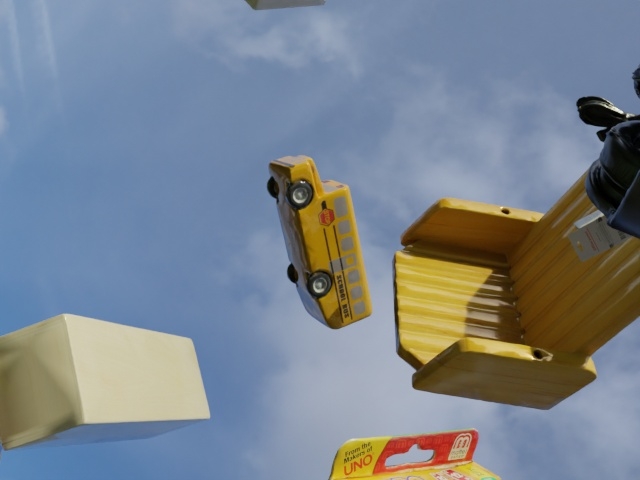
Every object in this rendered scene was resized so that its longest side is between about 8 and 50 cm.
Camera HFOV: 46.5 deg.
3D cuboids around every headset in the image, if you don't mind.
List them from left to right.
[{"bbox_3d":[0.366,-0.136,0.827,0.185,0.394,0.243,25,-75,17],"label":"headset"}]

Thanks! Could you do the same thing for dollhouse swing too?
[{"bbox_3d":[0.306,0.028,1.171,0.347,0.315,0.305,-87,-171,-46],"label":"dollhouse swing"}]

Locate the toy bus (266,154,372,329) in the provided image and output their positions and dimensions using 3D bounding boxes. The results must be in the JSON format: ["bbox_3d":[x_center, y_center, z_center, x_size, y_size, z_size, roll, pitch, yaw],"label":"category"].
[{"bbox_3d":[0.000,0.000,1.416,0.108,0.130,0.333,27,-47,61],"label":"toy bus"}]

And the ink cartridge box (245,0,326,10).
[{"bbox_3d":[-0.044,-0.451,0.831,0.223,0.129,0.307,49,-46,20],"label":"ink cartridge box"}]

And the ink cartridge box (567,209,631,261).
[{"bbox_3d":[0.378,-0.013,1.009,0.083,0.028,0.048,-29,-75,11],"label":"ink cartridge box"}]

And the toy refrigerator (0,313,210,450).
[{"bbox_3d":[-0.219,0.152,0.776,0.094,0.269,0.102,-20,-106,10],"label":"toy refrigerator"}]

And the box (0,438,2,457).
[{"bbox_3d":[-0.435,0.220,0.651,0.177,0.279,0.290,3,-101,7],"label":"box"}]

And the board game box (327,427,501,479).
[{"bbox_3d":[0.037,0.244,0.456,0.039,0.124,0.259,17,-82,51],"label":"board game box"}]
